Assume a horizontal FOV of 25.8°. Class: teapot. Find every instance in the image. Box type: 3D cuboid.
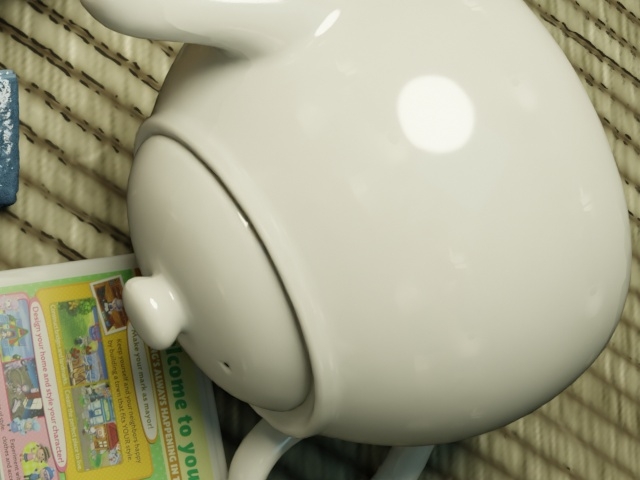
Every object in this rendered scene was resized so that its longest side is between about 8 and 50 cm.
[{"bbox_3d":[0.000,0.000,0.627,0.187,0.252,0.256,-29,82,-21],"label":"teapot"}]

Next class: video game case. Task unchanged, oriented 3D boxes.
[{"bbox_3d":[-0.135,0.119,0.649,0.193,0.023,0.213,-8,84,-28],"label":"video game case"}]

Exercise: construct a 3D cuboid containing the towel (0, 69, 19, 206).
[{"bbox_3d":[-0.197,-0.049,0.644,0.119,0.029,0.067,2,81,-27],"label":"towel"}]
